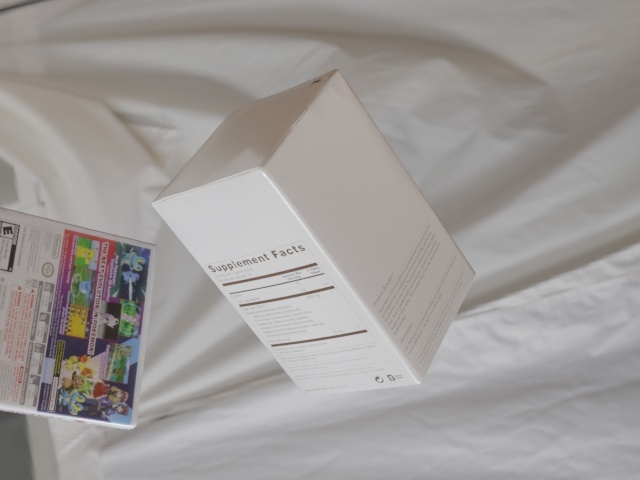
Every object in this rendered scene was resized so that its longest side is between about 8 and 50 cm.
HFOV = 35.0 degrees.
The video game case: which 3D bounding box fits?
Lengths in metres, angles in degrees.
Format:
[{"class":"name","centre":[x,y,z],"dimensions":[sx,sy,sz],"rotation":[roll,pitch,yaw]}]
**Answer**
[{"class":"video game case","centre":[-0.264,0.079,1.029],"dimensions":[0.023,0.183,0.201],"rotation":[-31,50,54]}]

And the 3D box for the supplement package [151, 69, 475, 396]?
[{"class":"supplement package","centre":[0.000,0.000,1.090],"dimensions":[0.293,0.175,0.177],"rotation":[54,-133,-22]}]
